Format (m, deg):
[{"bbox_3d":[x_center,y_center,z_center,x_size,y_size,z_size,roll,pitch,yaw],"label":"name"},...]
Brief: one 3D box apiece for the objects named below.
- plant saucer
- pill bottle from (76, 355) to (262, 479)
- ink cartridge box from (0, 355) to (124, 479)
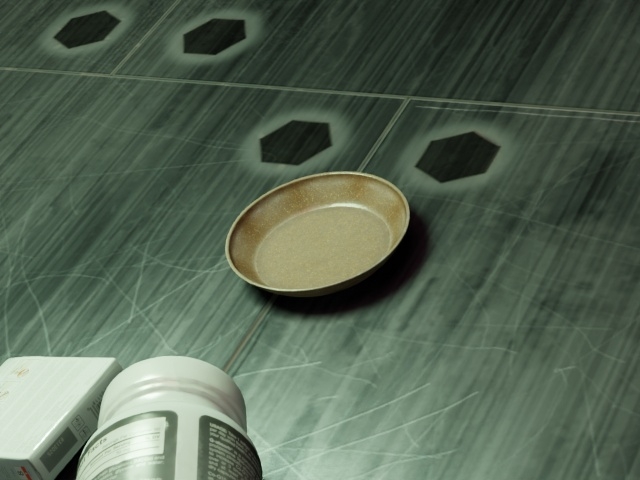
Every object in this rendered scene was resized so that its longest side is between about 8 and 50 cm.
[{"bbox_3d":[0.000,0.000,1.729,0.198,0.036,0.199,-11,37,8],"label":"plant saucer"},{"bbox_3d":[-0.127,0.235,1.370,0.162,0.162,0.278,-12,36,6],"label":"pill bottle"},{"bbox_3d":[-0.290,0.177,1.624,0.179,0.045,0.145,-6,34,44],"label":"ink cartridge box"}]
